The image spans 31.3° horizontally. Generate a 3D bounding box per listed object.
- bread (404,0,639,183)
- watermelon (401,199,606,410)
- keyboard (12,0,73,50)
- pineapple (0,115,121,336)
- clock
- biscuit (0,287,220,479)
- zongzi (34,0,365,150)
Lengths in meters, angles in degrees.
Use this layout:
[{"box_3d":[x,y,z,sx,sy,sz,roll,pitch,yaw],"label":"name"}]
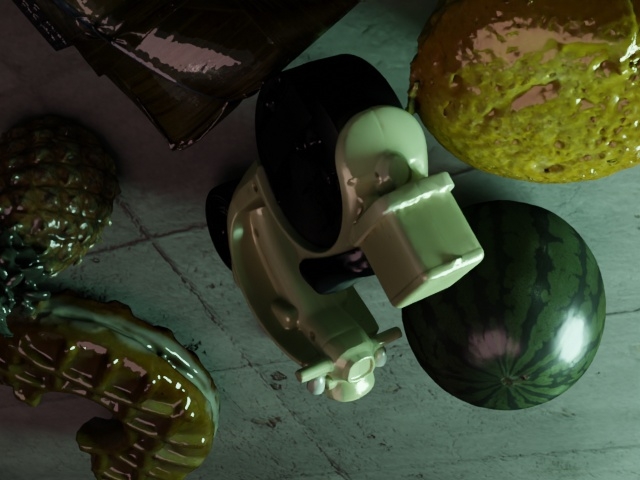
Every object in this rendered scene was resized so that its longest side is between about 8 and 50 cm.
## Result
[{"box_3d":[0.196,-0.148,0.960,0.240,0.139,0.240,9,139,8],"label":"bread"},{"box_3d":[0.182,0.062,1.145,0.212,0.212,0.212,9,138,8],"label":"watermelon"},{"box_3d":[-0.294,-0.263,1.090,0.063,0.010,0.198,-13,131,32],"label":"keyboard"},{"box_3d":[-0.319,0.001,1.188,0.157,0.279,0.158,11,137,10],"label":"pineapple"},{"box_3d":[0.000,0.000,1.082,0.120,0.276,0.379,-21,163,-24],"label":"clock"},{"box_3d":[-0.277,0.195,1.512,0.268,0.115,0.366,-14,132,30],"label":"biscuit"},{"box_3d":[-0.117,-0.219,1.014,0.242,0.112,0.221,-32,119,31],"label":"zongzi"}]
